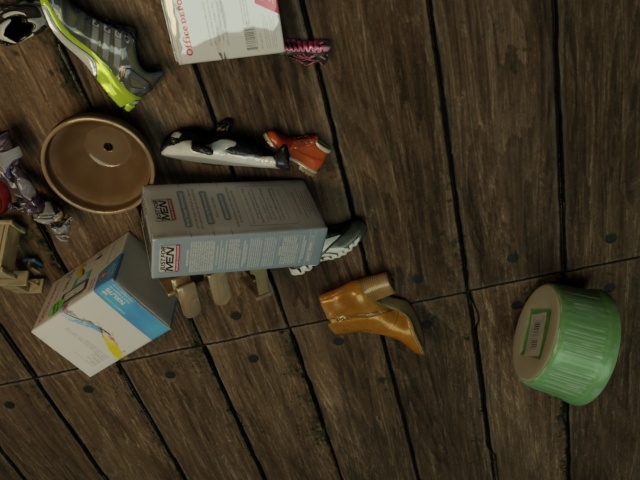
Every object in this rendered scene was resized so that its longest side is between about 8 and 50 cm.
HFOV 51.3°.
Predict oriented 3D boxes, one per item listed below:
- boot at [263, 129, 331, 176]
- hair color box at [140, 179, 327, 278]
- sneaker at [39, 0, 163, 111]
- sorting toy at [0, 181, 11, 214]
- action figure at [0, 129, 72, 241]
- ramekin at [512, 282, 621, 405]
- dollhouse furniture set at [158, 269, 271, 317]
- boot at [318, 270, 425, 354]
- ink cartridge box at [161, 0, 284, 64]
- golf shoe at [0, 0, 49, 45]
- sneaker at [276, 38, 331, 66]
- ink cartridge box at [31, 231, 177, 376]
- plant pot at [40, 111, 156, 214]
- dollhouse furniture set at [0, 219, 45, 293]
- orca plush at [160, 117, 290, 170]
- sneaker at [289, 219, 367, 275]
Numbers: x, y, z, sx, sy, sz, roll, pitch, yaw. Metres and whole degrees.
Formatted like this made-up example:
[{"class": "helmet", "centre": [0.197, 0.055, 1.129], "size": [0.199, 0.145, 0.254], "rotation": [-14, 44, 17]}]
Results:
[{"class": "boot", "centre": [-0.051, -0.216, 1.491], "size": [0.158, 0.059, 0.084], "rotation": [28, 116, -30]}, {"class": "hair color box", "centre": [-0.194, -0.032, 1.467], "size": [0.374, 0.185, 0.114], "rotation": [-4, 131, -21]}, {"class": "sneaker", "centre": [-0.434, -0.407, 1.323], "size": [0.121, 0.111, 0.300], "rotation": [-33, 126, 7]}, {"class": "sorting toy", "centre": [-0.804, -0.174, 1.443], "size": [0.127, 0.126, 0.365], "rotation": [-7, 125, 3]}, {"class": "action figure", "centre": [-0.654, -0.104, 1.478], "size": [0.185, 0.099, 0.285], "rotation": [3, 135, 46]}, {"class": "ramekin", "centre": [0.615, 0.255, 1.703], "size": [0.148, 0.303, 0.303], "rotation": [15, 123, -4]}, {"class": "dollhouse furniture set", "centre": [-0.257, 0.087, 1.600], "size": [0.242, 0.212, 0.161], "rotation": [-21, 126, -21]}, {"class": "boot", "centre": [0.139, 0.218, 1.781], "size": [0.211, 0.104, 0.295], "rotation": [-23, 118, 19]}, {"class": "ink cartridge box", "centre": [-0.188, -0.443, 1.302], "size": [0.218, 0.092, 0.159], "rotation": [-7, 125, 0]}, {"class": "golf shoe", "centre": [-0.628, -0.419, 1.300], "size": [0.198, 0.094, 0.077], "rotation": [-13, 125, 9]}, {"class": "sneaker", "centre": [-0.039, -0.385, 1.382], "size": [0.119, 0.047, 0.057], "rotation": [1, 136, -2]}, {"class": "ink cartridge box", "centre": [-0.520, 0.159, 1.642], "size": [0.270, 0.198, 0.197], "rotation": [-31, 121, 17]}, {"class": "plant pot", "centre": [-0.475, -0.183, 1.460], "size": [0.237, 0.110, 0.237], "rotation": [-1, 124, -1]}, {"class": "dollhouse furniture set", "centre": [-0.771, 0.044, 1.619], "size": [0.129, 0.129, 0.184], "rotation": [-1, 160, 7]}, {"class": "orca plush", "centre": [-0.203, -0.221, 1.448], "size": [0.287, 0.151, 0.102], "rotation": [6, 87, 21]}, {"class": "sneaker", "centre": [0.000, 0.000, 1.626], "size": [0.234, 0.078, 0.106], "rotation": [-28, 124, 18]}]
